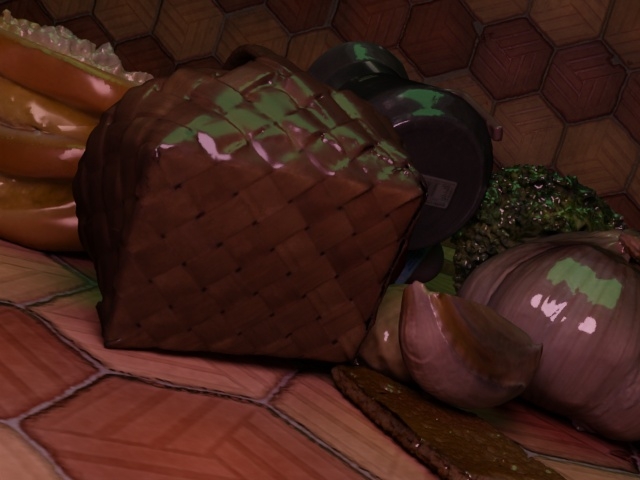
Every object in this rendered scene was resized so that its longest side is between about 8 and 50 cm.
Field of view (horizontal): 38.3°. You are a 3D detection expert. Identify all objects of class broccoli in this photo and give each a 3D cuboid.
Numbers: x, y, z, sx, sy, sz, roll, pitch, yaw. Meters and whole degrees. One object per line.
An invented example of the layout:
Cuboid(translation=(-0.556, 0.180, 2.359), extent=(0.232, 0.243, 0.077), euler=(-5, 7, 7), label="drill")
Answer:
Cuboid(translation=(0.339, 0.064, 1.461), extent=(0.375, 0.302, 0.249), euler=(44, -27, -29), label="broccoli")

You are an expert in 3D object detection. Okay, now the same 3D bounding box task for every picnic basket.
Cuboid(translation=(-0.084, -0.060, 0.950), extent=(0.337, 0.293, 0.337), euler=(16, 28, -9), label="picnic basket")

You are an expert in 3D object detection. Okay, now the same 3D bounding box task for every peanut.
Cuboid(translation=(0.084, 0.101, 1.017), extent=(0.159, 0.109, 0.140), euler=(27, 8, 34), label="peanut")

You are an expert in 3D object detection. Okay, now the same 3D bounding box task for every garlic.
Cuboid(translation=(0.318, 0.112, 1.124), extent=(0.322, 0.241, 0.322), euler=(0, 22, 0), label="garlic")
Cuboid(translation=(0.151, 0.117, 0.918), extent=(0.195, 0.101, 0.087), euler=(23, -15, -33), label="garlic")

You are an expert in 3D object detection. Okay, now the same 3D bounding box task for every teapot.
Cuboid(translation=(0.118, -0.162, 1.410), extent=(0.300, 0.253, 0.344), euler=(-8, 33, -11), label="teapot")

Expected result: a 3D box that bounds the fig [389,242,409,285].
Cuboid(translation=(-0.002, -0.005, 1.164), extent=(0.224, 0.224, 0.263), euler=(12, -20, -32), label="fig")

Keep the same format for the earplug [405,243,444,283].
Cuboid(translation=(0.068, -0.015, 1.551), extent=(0.301, 0.172, 0.172), euler=(23, 9, -2), label="earplug")

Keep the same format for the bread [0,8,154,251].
Cuboid(translation=(-0.343, -0.137, 1.103), extent=(0.315, 0.270, 0.211), euler=(28, -4, 11), label="bread")

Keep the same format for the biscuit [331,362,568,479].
Cuboid(translation=(0.114, 0.179, 0.877), extent=(0.131, 0.026, 0.237), euler=(15, 8, -33), label="biscuit")

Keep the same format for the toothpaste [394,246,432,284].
Cuboid(translation=(0.151, -0.005, 1.457), extent=(0.050, 0.065, 0.267), euler=(48, 47, -5), label="toothpaste")
